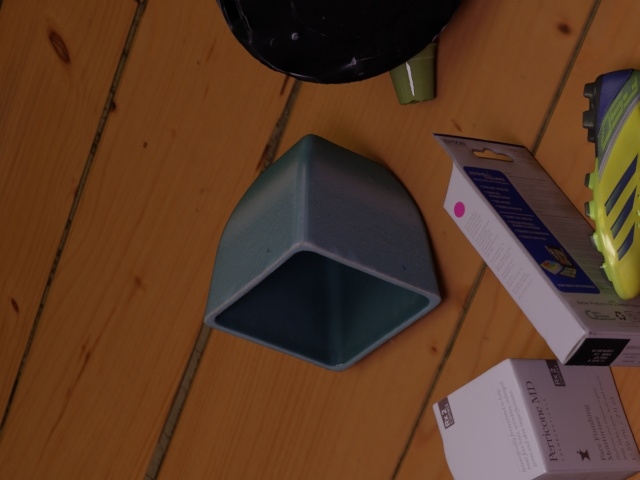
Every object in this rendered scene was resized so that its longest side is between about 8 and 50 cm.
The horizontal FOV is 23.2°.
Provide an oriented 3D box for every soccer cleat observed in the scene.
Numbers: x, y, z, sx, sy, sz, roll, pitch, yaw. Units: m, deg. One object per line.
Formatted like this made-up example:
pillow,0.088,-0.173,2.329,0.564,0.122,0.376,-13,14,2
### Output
soccer cleat,0.382,-0.073,1.877,0.121,0.093,0.289,-5,72,17

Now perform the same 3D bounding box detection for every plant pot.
plant pot,0.000,0.000,2.243,0.247,0.248,0.252,-39,39,41
plant pot,0.132,-0.237,2.232,0.083,0.083,0.079,-9,91,50

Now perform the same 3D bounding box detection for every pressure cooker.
pressure cooker,-0.011,-0.471,2.173,0.370,0.375,0.420,-30,43,3

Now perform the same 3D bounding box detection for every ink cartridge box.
ink cartridge box,0.277,0.008,1.945,0.069,0.176,0.371,-57,47,31

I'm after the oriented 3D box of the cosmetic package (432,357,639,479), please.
cosmetic package,0.267,0.243,1.925,0.151,0.183,0.151,-39,58,41
